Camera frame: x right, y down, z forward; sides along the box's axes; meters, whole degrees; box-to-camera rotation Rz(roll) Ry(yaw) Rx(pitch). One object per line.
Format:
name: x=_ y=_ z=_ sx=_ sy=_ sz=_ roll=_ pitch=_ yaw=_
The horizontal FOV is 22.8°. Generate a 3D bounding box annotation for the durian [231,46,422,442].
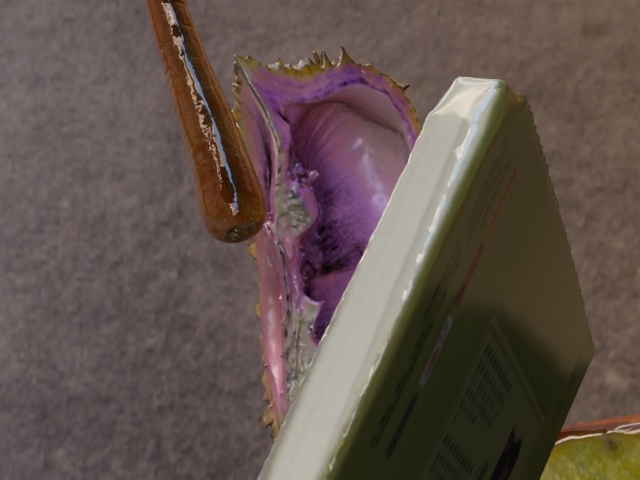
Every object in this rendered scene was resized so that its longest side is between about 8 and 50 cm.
durian: x=0.001 y=0.001 z=1.272 sx=0.112 sy=0.341 sz=0.191 roll=7 pitch=21 yaw=40

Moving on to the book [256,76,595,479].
book: x=0.045 y=0.101 z=0.672 sx=0.035 sy=0.352 sz=0.239 roll=21 pitch=77 yaw=20

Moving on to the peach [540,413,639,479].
peach: x=0.258 y=0.280 z=0.997 sx=0.310 sy=0.406 sz=0.335 roll=22 pitch=63 yaw=-34

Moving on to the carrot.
carrot: x=-0.073 y=-0.083 z=0.911 sx=0.037 sy=0.037 sz=0.190 roll=-10 pitch=64 yaw=-22
